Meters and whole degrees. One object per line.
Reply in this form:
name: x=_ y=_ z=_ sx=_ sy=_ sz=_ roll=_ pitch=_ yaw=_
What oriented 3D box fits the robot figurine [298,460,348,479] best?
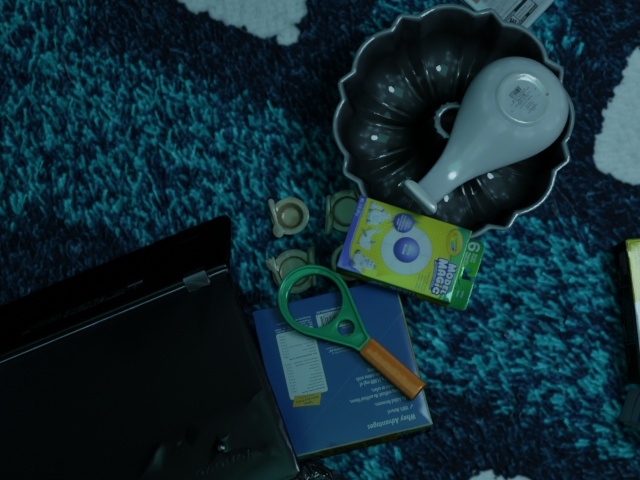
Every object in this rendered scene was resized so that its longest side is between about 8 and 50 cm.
robot figurine: x=0.025 y=0.423 z=1.439 sx=0.291 sy=0.085 sz=0.211 roll=14 pitch=81 yaw=3

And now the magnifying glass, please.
magnifying glass: x=0.040 y=0.121 z=1.358 sx=0.231 sy=0.026 sz=0.092 roll=40 pitch=81 yaw=16

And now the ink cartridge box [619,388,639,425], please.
ink cartridge box: x=0.471 y=0.237 z=1.424 sx=0.089 sy=0.122 sz=0.052 roll=17 pitch=81 yaw=3

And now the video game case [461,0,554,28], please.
video game case: x=0.284 y=-0.420 z=1.548 sx=0.183 sy=0.023 sz=0.201 roll=43 pitch=88 yaw=5

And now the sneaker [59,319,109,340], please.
sneaker: x=-0.309 y=0.138 z=1.494 sx=0.144 sy=0.059 sz=0.053 roll=-13 pitch=82 yaw=0

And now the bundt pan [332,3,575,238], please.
bundt pan: x=0.182 y=-0.157 z=1.474 sx=0.331 sy=0.124 sz=0.330 roll=0 pitch=85 yaw=3

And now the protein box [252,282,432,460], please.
protein box: x=0.031 y=0.181 z=1.424 sx=0.200 sy=0.136 sz=0.201 roll=-14 pitch=75 yaw=1

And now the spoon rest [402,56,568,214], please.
spoon rest: x=0.213 y=-0.135 z=1.380 sx=0.276 sy=0.084 sz=0.137 roll=-42 pitch=85 yaw=-16

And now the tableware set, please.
tableware set: x=0.000 y=0.000 z=1.516 sx=0.169 sy=0.020 sz=0.141 roll=-9 pitch=84 yaw=2

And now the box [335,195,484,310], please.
box: x=0.120 y=0.019 z=1.371 sx=0.179 sy=0.043 sz=0.105 roll=18 pitch=78 yaw=2

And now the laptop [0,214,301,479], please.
laptop: x=-0.253 y=0.185 z=1.360 sx=0.382 sy=0.408 sz=0.236 roll=-22 pitch=106 yaw=2

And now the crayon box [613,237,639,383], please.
crayon box: x=0.584 y=0.088 z=1.454 sx=0.319 sy=0.081 sz=0.202 roll=-4 pitch=82 yaw=2
